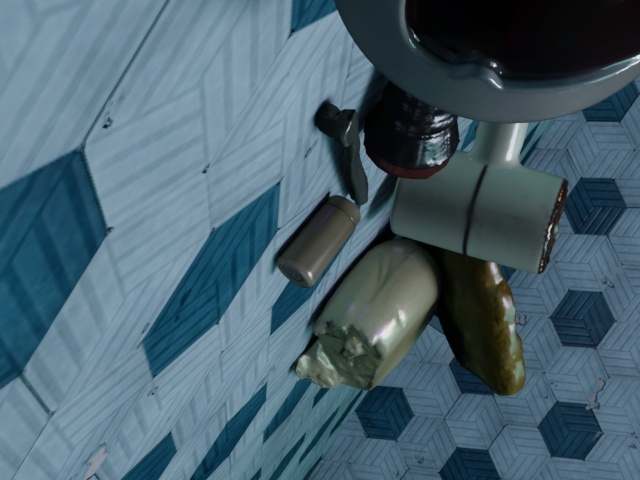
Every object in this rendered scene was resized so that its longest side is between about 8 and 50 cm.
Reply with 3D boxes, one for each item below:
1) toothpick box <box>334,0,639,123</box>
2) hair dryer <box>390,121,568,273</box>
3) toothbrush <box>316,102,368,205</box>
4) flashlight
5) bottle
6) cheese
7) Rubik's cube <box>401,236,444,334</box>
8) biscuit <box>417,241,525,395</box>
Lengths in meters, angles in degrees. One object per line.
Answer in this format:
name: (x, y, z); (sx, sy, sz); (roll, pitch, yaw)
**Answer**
toothpick box: (0.096, -0.190, 0.435); (0.229, 0.229, 0.316); (-53, 170, -11)
hair dryer: (0.225, -0.154, 1.146); (0.128, 0.203, 0.361); (-23, 127, -68)
toothbrush: (0.029, -0.075, 0.885); (0.030, 0.031, 0.297); (-63, 170, -5)
flashlight: (0.096, -0.155, 0.812); (0.093, 0.093, 0.232); (-47, 161, -34)
bottle: (0.000, 0.000, 0.939); (0.096, 0.045, 0.045); (-51, 168, -23)
cheese: (0.075, 0.124, 1.391); (0.233, 0.127, 0.266); (-46, 163, -25)
Rubik's cube: (0.221, 0.042, 1.648); (0.162, 0.161, 0.163); (-48, 166, -29)
biscuit: (0.212, 0.057, 1.418); (0.078, 0.329, 0.335); (-16, -166, -5)
